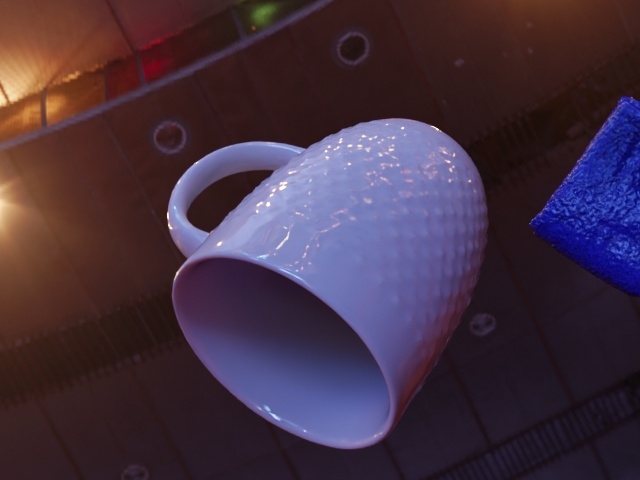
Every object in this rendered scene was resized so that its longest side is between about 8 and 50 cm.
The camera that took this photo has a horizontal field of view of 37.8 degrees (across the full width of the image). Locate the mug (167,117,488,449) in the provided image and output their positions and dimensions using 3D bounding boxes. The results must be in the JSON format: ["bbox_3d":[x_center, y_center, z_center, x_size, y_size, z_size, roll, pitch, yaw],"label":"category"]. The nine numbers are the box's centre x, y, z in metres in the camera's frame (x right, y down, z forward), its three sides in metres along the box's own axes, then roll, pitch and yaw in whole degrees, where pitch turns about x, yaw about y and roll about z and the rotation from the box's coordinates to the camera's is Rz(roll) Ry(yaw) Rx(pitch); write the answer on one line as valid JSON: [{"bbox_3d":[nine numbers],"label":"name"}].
[{"bbox_3d":[0.000,0.000,1.068,0.374,0.328,0.276,25,-39,19],"label":"mug"}]

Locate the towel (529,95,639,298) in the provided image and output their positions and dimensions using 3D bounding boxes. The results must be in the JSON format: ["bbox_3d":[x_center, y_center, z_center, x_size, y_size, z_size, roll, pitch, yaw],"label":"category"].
[{"bbox_3d":[0.441,-0.024,1.130,0.228,0.308,0.076,-54,-20,-7],"label":"towel"}]
